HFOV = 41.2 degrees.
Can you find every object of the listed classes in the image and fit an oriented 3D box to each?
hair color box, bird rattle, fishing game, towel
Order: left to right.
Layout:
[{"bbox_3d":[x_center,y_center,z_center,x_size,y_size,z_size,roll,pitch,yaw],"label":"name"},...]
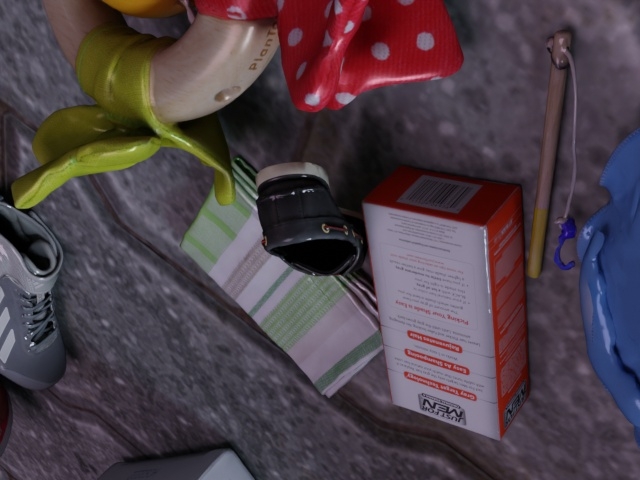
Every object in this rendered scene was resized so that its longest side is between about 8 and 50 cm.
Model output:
[{"bbox_3d":[-0.068,-0.122,0.396,0.253,0.143,0.207,-34,81,47],"label":"bird rattle"},{"bbox_3d":[-0.025,0.030,0.555,0.152,0.023,0.113,44,139,4],"label":"towel"},{"bbox_3d":[0.070,0.035,0.460,0.072,0.043,0.141,14,129,33],"label":"hair color box"},{"bbox_3d":[0.160,0.040,0.314,0.264,0.041,0.189,-126,23,-52],"label":"fishing game"}]

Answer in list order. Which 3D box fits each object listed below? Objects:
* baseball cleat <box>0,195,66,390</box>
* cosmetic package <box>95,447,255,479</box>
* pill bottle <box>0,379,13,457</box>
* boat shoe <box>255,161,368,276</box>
[{"bbox_3d":[-0.259,0.054,0.740,0.109,0.072,0.206,2,127,32],"label":"baseball cleat"},{"bbox_3d":[-0.063,0.423,0.800,0.230,0.161,0.453,-21,107,47],"label":"cosmetic package"},{"bbox_3d":[-0.424,0.121,0.814,0.176,0.176,0.318,29,149,20],"label":"pill bottle"},{"bbox_3d":[-0.002,0.000,0.447,0.049,0.042,0.133,-11,164,10],"label":"boat shoe"}]
